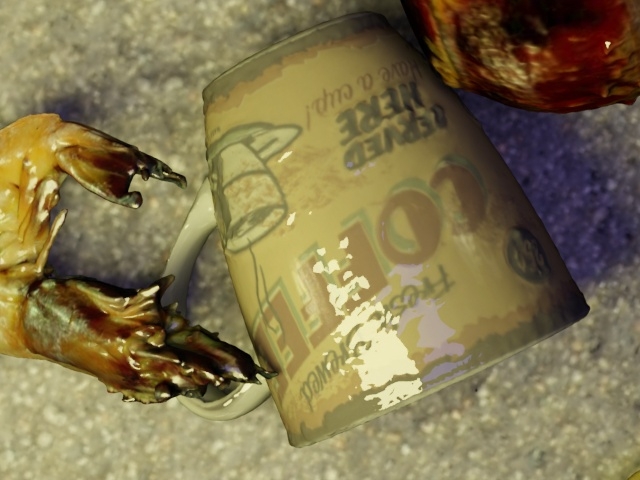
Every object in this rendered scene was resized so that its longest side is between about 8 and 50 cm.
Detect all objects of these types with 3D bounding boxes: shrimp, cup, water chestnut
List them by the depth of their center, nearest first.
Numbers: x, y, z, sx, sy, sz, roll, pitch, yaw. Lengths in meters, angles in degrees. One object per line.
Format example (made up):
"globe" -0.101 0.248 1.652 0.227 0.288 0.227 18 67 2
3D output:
"water chestnut" 0.128 -0.246 1.269 0.302 0.350 0.350 -6 95 15
"shrimp" -0.152 0.008 1.301 0.289 0.075 0.178 16 106 36
"cup" 0.000 0.000 1.336 0.301 0.227 0.257 -27 84 24

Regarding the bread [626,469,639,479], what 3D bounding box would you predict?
"bread" 0.331 0.310 1.378 0.300 0.210 0.341 -36 97 -6
